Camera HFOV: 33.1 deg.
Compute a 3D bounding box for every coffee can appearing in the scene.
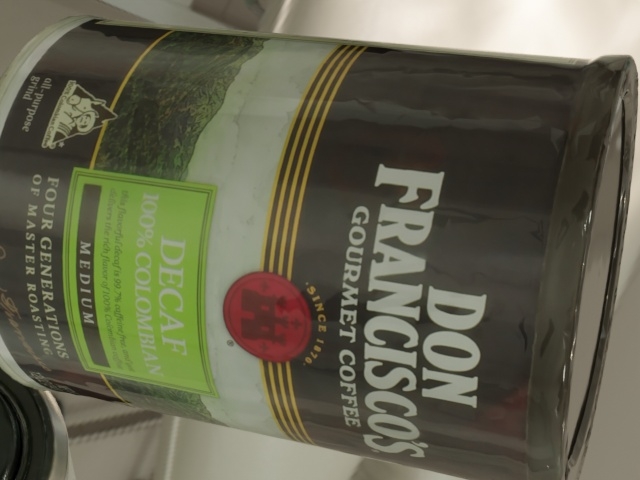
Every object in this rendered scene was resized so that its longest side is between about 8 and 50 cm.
[{"bbox_3d":[0.000,0.000,0.529,0.201,0.275,0.202,8,90,-71],"label":"coffee can"}]

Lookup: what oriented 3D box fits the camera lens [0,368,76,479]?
[{"bbox_3d":[-0.322,0.233,0.936,0.219,0.219,0.274,-26,153,-23],"label":"camera lens"}]
